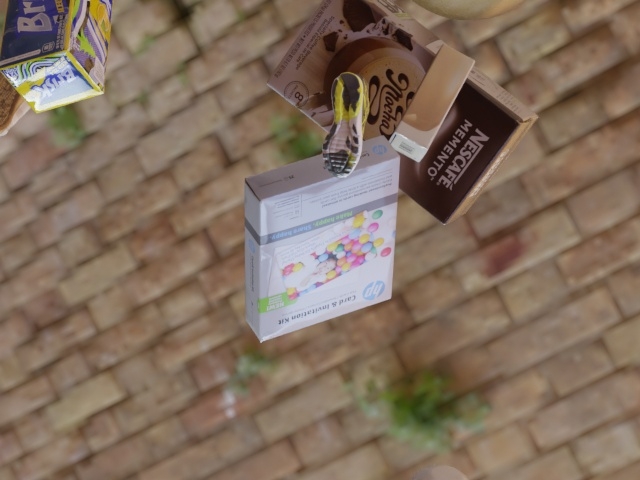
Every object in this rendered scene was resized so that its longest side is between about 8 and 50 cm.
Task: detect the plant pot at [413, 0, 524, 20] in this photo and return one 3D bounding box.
[{"bbox_3d":[0.203,-0.385,2.172,0.237,0.237,0.254,-26,-175,-12],"label":"plant pot"}]

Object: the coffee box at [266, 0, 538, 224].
[{"bbox_3d":[0.105,-0.179,2.420,0.168,0.297,0.119,-55,169,17],"label":"coffee box"}]

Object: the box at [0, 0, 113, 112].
[{"bbox_3d":[-0.183,-0.175,1.349,0.059,0.169,0.054,-14,141,20],"label":"box"}]

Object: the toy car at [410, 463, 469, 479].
[{"bbox_3d":[0.097,0.340,2.096,0.136,0.159,0.182,8,-148,-11],"label":"toy car"}]

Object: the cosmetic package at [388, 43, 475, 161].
[{"bbox_3d":[0.119,-0.147,2.040,0.115,0.041,0.060,-61,180,-15],"label":"cosmetic package"}]

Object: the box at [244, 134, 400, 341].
[{"bbox_3d":[0.000,0.000,1.793,0.145,0.038,0.186,-17,138,-20],"label":"box"}]

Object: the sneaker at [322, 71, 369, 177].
[{"bbox_3d":[0.024,-0.089,1.458,0.031,0.083,0.035,15,-163,21],"label":"sneaker"}]

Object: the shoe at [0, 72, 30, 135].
[{"bbox_3d":[-0.384,-0.194,2.358,0.058,0.076,0.219,-45,-170,44],"label":"shoe"}]
